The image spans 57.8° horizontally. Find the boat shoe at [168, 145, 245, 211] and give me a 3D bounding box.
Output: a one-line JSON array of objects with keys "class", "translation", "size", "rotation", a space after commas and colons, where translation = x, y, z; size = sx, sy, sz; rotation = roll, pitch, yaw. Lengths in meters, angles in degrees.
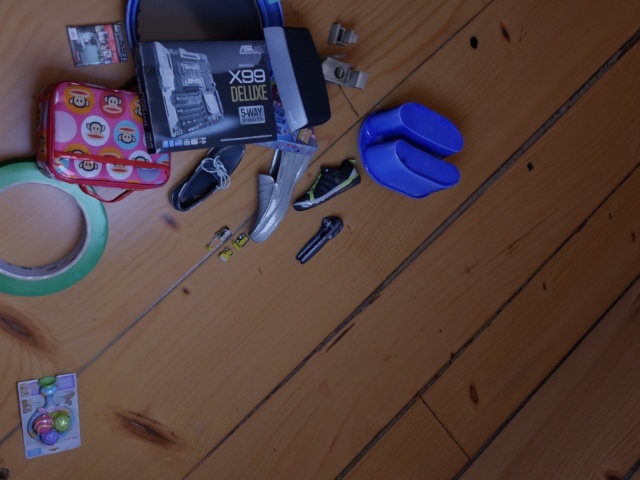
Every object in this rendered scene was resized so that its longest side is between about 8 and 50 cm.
[{"class": "boat shoe", "translation": [-0.289, -0.172, 1.519], "size": [0.254, 0.079, 0.095], "rotation": [-41, 121, -12]}]

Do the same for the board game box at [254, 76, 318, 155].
[{"class": "board game box", "translation": [-0.088, -0.316, 1.546], "size": [0.194, 0.060, 0.194], "rotation": [23, 70, -14]}]

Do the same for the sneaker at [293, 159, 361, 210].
[{"class": "sneaker", "translation": [0.009, -0.166, 1.707], "size": [0.235, 0.084, 0.097], "rotation": [-29, 94, -19]}]

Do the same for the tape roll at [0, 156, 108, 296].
[{"class": "tape roll", "translation": [-0.670, -0.031, 1.354], "size": [0.322, 0.077, 0.321], "rotation": [-10, 111, -26]}]

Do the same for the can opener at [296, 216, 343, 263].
[{"class": "can opener", "translation": [0.000, 0.000, 1.753], "size": [0.186, 0.059, 0.073], "rotation": [-47, 123, -9]}]

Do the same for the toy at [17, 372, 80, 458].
[{"class": "toy", "translation": [-0.704, 0.470, 1.515], "size": [0.137, 0.056, 0.237], "rotation": [-5, 109, -27]}]

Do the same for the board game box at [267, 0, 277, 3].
[{"class": "board game box", "translation": [-0.093, -0.698, 1.417], "size": [0.210, 0.047, 0.160], "rotation": [-54, 129, -39]}]

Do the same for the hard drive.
[{"class": "hard drive", "translation": [-0.050, -0.411, 1.458], "size": [0.172, 0.054, 0.254], "rotation": [-29, 107, -56]}]

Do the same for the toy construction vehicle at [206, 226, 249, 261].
[{"class": "toy construction vehicle", "translation": [-0.262, 0.005, 1.626], "size": [0.098, 0.035, 0.086], "rotation": [-49, 134, -4]}]

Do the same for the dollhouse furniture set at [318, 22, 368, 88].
[{"class": "dollhouse furniture set", "translation": [0.050, -0.500, 1.539], "size": [0.101, 0.182, 0.160], "rotation": [9, 102, -32]}]

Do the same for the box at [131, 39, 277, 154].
[{"class": "box", "translation": [-0.263, -0.337, 1.356], "size": [0.308, 0.077, 0.242], "rotation": [-11, 102, -30]}]

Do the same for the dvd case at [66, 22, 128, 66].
[{"class": "dvd case", "translation": [-0.513, -0.451, 1.338], "size": [0.120, 0.013, 0.087], "rotation": [-16, 114, -25]}]

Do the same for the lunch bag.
[{"class": "lunch bag", "translation": [-0.489, -0.215, 1.326], "size": [0.293, 0.120, 0.258], "rotation": [1, 94, -43]}]

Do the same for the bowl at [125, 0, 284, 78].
[{"class": "bowl", "translation": [-0.278, -0.513, 1.413], "size": [0.391, 0.077, 0.390], "rotation": [-10, 112, -27]}]

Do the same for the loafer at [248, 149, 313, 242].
[{"class": "loafer", "translation": [-0.131, -0.149, 1.604], "size": [0.112, 0.112, 0.319], "rotation": [27, 83, -25]}]

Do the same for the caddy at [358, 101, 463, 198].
[{"class": "caddy", "translation": [0.269, -0.265, 1.751], "size": [0.342, 0.179, 0.241], "rotation": [18, 74, -32]}]
